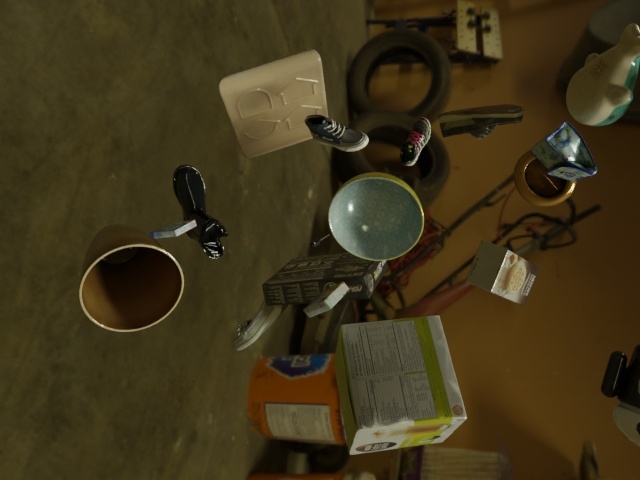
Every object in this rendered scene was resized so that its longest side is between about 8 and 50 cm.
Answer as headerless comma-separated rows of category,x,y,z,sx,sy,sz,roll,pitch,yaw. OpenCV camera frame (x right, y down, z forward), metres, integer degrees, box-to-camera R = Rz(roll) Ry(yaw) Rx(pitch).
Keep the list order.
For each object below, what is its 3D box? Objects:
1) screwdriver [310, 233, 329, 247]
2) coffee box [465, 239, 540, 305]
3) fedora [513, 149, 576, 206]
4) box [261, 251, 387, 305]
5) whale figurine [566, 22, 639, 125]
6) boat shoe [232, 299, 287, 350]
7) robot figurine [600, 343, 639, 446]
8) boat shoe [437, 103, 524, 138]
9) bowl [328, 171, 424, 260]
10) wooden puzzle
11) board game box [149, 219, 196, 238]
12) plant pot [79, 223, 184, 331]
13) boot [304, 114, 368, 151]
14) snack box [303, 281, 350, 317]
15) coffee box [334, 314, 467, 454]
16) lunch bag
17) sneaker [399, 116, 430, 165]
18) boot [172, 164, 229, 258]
screwdriver,0.000,0.000,1.895,0.025,0.024,0.170,-59,169,17
coffee box,0.576,0.105,1.743,0.247,0.098,0.141,20,93,-45
fedora,0.710,-0.204,1.766,0.079,0.194,0.194,-38,123,-72
box,0.025,0.132,2.064,0.318,0.395,0.097,-40,121,-67
whale figurine,0.794,-0.434,1.493,0.216,0.141,0.272,-100,-155,-43
boat shoe,-0.251,0.316,2.201,0.103,0.320,0.118,44,26,-1
robot figurine,0.780,0.340,1.255,0.174,0.209,0.278,27,84,-34
boat shoe,0.391,-0.286,1.356,0.080,0.224,0.073,-30,116,-39
bowl,0.176,-0.097,1.722,0.156,0.290,0.289,-73,154,-58
wooden puzzle,-0.143,-0.445,1.800,0.347,0.322,0.080,77,-8,-58
board game box,-0.401,-0.030,1.510,0.090,0.090,0.020,-40,122,-59
plant pot,-0.496,0.064,1.404,0.254,0.237,0.237,42,-27,52
boot,0.042,-0.312,1.597,0.086,0.190,0.069,48,61,-52
snack box,0.017,0.185,1.732,0.100,0.141,0.037,-41,95,-34
coffee box,0.235,0.476,1.812,0.337,0.335,0.338,94,-11,-57
lunch bag,0.653,-0.223,1.480,0.151,0.096,0.129,47,0,3
sneaker,0.299,-0.311,1.779,0.075,0.063,0.170,-32,149,-55
boot,-0.346,-0.086,1.622,0.094,0.207,0.246,-16,116,-27
